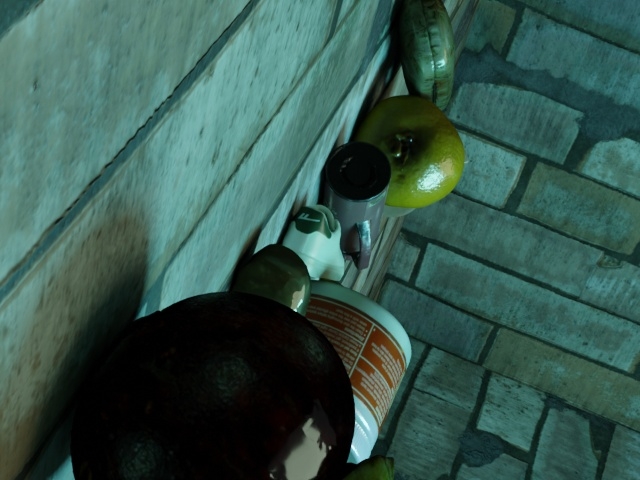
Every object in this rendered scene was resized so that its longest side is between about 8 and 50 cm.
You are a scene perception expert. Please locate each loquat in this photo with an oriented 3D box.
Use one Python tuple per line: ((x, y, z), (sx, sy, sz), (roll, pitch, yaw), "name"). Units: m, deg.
((0.156, -0.159, 2.215), (0.208, 0.208, 0.208), (22, 90, -83), "loquat")

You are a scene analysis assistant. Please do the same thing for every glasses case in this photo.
((0.194, -0.337, 2.235), (0.425, 0.098, 0.157), (43, 36, -83), "glasses case")

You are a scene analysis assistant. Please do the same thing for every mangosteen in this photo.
((-0.086, 0.188, 1.136), (0.288, 0.288, 0.288), (22, 90, -83), "mangosteen")

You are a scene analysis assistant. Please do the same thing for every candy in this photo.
((-0.083, 0.124, 1.691), (0.104, 0.102, 0.234), (-52, 164, -65), "candy")

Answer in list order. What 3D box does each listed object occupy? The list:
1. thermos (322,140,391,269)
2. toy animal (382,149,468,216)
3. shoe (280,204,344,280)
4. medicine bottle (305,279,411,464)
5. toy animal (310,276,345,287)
((0.065, -0.043, 2.156), (0.109, 0.136, 0.330), (-43, 165, -17), "thermos")
((0.161, -0.147, 2.414), (0.250, 0.166, 0.154), (-54, -158, 40), "toy animal")
((0.000, 0.000, 1.974), (0.265, 0.095, 0.110), (-7, 119, -79), "shoe")
((-0.008, 0.225, 1.955), (0.252, 0.252, 0.241), (102, 13, -55), "medicine bottle")
((0.000, 0.156, 2.247), (0.363, 0.180, 0.181), (52, 25, -34), "toy animal")
